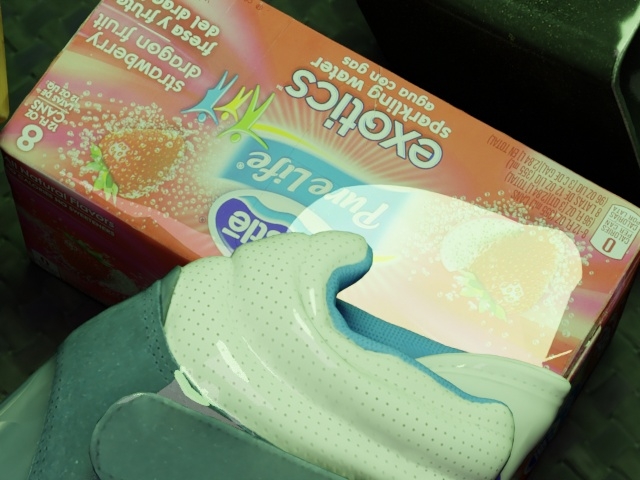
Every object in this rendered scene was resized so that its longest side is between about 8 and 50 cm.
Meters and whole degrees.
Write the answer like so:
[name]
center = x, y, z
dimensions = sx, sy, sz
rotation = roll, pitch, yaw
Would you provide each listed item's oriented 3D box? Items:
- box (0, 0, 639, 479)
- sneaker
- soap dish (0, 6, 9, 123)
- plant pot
[box]
center = 0.000, 0.000, 0.867
dimensions = 0.257, 0.128, 0.122
rotation = 30, 69, 12
[sneaker]
center = 0.017, 0.153, 0.723
dimensions = 0.236, 0.130, 0.323
rotation = -35, 100, 1
[soap dish]
center = -0.265, -0.103, 0.858
dimensions = 0.291, 0.118, 0.229
rotation = -23, 62, 26
[plant pot]
center = 0.113, -0.132, 0.899
dimensions = 0.167, 0.187, 0.188
rotation = 22, 75, 25
